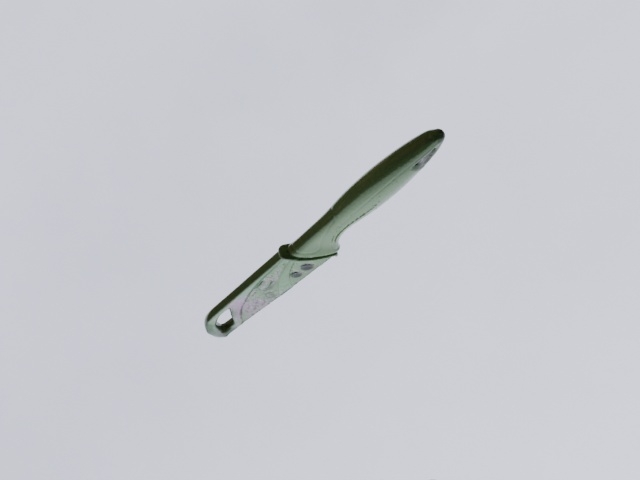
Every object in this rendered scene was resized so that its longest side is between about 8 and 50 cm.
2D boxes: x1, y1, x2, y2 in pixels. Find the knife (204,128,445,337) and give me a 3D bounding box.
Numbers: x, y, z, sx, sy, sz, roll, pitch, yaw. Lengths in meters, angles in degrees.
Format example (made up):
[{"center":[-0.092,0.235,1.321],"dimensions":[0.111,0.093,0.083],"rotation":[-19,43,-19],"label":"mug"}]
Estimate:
[{"center":[0.000,0.000,0.913],"dimensions":[0.207,0.030,0.014],"rotation":[-40,-127,41],"label":"knife"}]
